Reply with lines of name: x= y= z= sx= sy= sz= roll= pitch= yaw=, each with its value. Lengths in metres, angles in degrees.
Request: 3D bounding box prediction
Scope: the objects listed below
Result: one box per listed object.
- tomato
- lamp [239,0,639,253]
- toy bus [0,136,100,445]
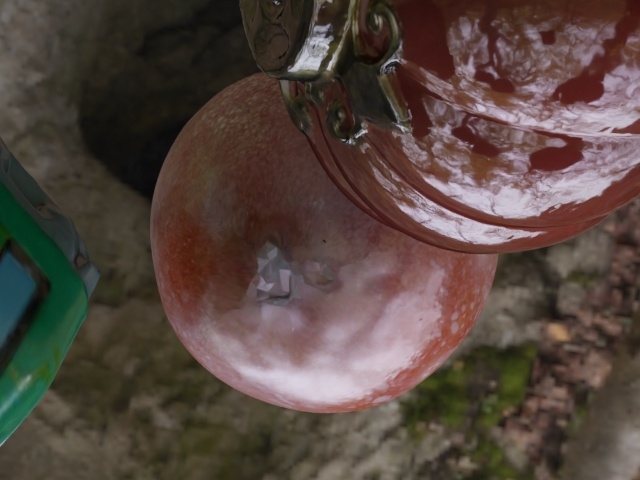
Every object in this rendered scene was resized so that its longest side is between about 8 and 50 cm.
tomato: x=0.000 y=0.000 z=1.063 sx=0.270 sy=0.270 sz=0.227 roll=8 pitch=-169 yaw=14
lamp: x=0.092 y=-0.142 z=0.778 sx=0.257 sy=0.303 sz=0.303 roll=-4 pitch=175 yaw=-22
toy bus: x=-0.269 y=-0.023 z=0.584 sx=0.183 sy=0.199 sz=0.343 roll=-24 pitch=118 yaw=27
